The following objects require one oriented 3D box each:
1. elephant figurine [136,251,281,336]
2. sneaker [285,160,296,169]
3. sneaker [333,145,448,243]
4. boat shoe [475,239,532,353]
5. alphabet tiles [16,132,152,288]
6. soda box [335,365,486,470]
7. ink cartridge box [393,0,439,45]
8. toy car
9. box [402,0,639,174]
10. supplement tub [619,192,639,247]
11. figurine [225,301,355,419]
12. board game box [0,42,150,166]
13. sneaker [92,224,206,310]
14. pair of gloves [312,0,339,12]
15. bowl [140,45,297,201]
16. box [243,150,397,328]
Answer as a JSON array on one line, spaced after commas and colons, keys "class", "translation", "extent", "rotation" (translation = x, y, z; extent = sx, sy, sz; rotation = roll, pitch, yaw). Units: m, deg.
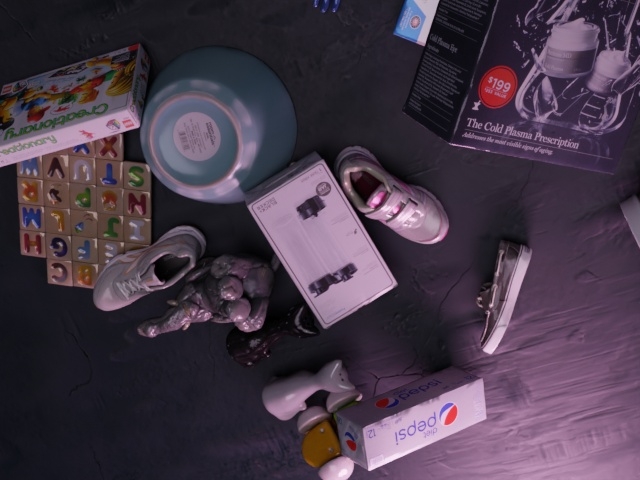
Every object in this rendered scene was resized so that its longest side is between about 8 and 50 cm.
[{"class": "elephant figurine", "translation": [-0.218, 0.105, 1.976], "extent": [0.239, 0.186, 0.169], "rotation": [-15, 67, 40]}, {"class": "sneaker", "translation": [-0.022, -0.079, 1.933], "extent": [0.075, 0.057, 0.161], "rotation": [-12, 104, -5]}, {"class": "sneaker", "translation": [0.125, -0.072, 1.870], "extent": [0.252, 0.111, 0.103], "rotation": [33, 109, 0]}, {"class": "boat shoe", "translation": [0.334, 0.105, 1.906], "extent": [0.070, 0.078, 0.219], "rotation": [17, 101, 5]}, {"class": "alphabet tiles", "translation": [-0.477, -0.060, 2.029], "extent": [0.285, 0.011, 0.343], "rotation": [7, 112, 8]}, {"class": "soda box", "translation": [0.174, 0.332, 1.904], "extent": [0.286, 0.098, 0.091], "rotation": [-17, 107, -29]}, {"class": "ink cartridge box", "translation": [0.250, -0.400, 1.763], "extent": [0.203, 0.086, 0.148], "rotation": [22, 108, 3]}, {"class": "toy car", "translation": [0.055, 0.390, 2.013], "extent": [0.182, 0.136, 0.159], "rotation": [-38, 60, 21]}, {"class": "box", "translation": [0.358, -0.302, 1.644], "extent": [0.343, 0.179, 0.313], "rotation": [7, 110, -26]}, {"class": "supplement tub", "translation": [0.705, -0.044, 1.699], "extent": [0.331, 0.241, 0.241], "rotation": [-25, 100, 17]}, {"class": "figurine", "translation": [-0.051, 0.234, 1.971], "extent": [0.209, 0.092, 0.215], "rotation": [-25, 102, 38]}, {"class": "board game box", "translation": [-0.475, -0.254, 1.894], "extent": [0.305, 0.193, 0.053], "rotation": [-14, 137, 14]}, {"class": "sneaker", "translation": [-0.348, 0.066, 1.980], "extent": [0.262, 0.121, 0.099], "rotation": [-33, 109, 13]}, {"class": "pair of gloves", "translation": [-0.017, -0.507, 1.817], "extent": [0.198, 0.023, 0.159], "rotation": [22, 111, 5]}, {"class": "bowl", "translation": [-0.212, -0.198, 1.872], "extent": [0.311, 0.163, 0.312], "rotation": [3, 108, 10]}, {"class": "box", "translation": [0.000, 0.000, 1.882], "extent": [0.169, 0.087, 0.290], "rotation": [-32, 109, 1]}]
